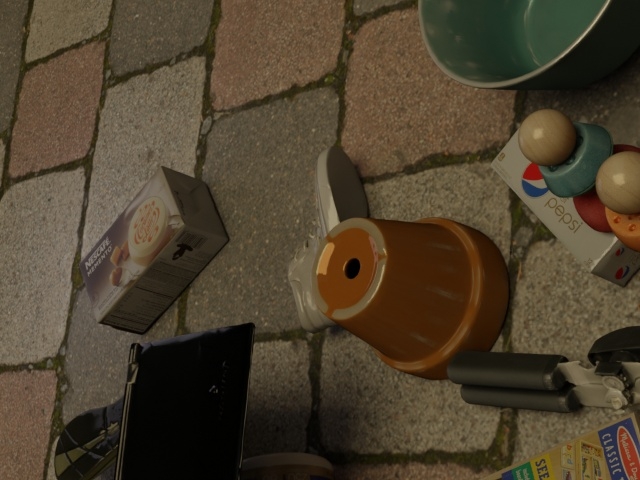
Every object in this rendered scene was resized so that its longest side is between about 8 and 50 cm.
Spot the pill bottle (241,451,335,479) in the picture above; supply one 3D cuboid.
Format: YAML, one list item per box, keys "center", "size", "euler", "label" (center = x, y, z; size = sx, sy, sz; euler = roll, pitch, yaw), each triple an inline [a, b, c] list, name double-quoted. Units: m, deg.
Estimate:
- center: [-0.046, 0.418, 1.522]
  size: [0.153, 0.153, 0.265]
  euler: [-28, 58, 37]
  label: "pill bottle"

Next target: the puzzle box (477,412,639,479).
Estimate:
- center: [0.286, 0.418, 1.245]
  size: [0.272, 0.052, 0.409]
  euler: [-33, 53, 34]
  label: "puzzle box"

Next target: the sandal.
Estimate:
- center: [-0.307, 0.308, 1.900]
  size: [0.303, 0.086, 0.120]
  euler: [-34, 46, 16]
  label: "sandal"

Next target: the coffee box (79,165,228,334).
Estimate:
- center: [-0.278, 0.019, 1.957]
  size: [0.246, 0.098, 0.141]
  euler: [-46, 47, 25]
  label: "coffee box"

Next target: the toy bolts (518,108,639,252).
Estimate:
- center: [0.316, -0.097, 1.201]
  size: [0.228, 0.158, 0.218]
  euler: [15, 79, 57]
  label: "toy bolts"

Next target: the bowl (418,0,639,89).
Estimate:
- center: [0.285, -0.305, 1.435]
  size: [0.311, 0.163, 0.311]
  euler: [-19, 62, 41]
  label: "bowl"

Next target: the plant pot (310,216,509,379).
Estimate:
- center: [0.097, 0.057, 1.479]
  size: [0.205, 0.188, 0.205]
  euler: [-19, 63, 41]
  label: "plant pot"

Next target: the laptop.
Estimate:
- center: [-0.149, 0.336, 1.584]
  size: [0.236, 0.408, 0.382]
  euler: [0, 73, 17]
  label: "laptop"

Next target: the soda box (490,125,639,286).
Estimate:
- center: [0.294, -0.044, 1.393]
  size: [0.069, 0.074, 0.216]
  euler: [-53, 44, 18]
  label: "soda box"

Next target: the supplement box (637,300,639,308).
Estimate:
- center: [0.426, -0.013, 1.241]
  size: [0.080, 0.078, 0.233]
  euler: [34, 102, 44]
  label: "supplement box"

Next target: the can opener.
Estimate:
- center: [0.274, 0.153, 1.359]
  size: [0.280, 0.074, 0.093]
  euler: [-7, 36, 43]
  label: "can opener"

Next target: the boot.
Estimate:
- center: [0.000, 0.000, 1.671]
  size: [0.123, 0.095, 0.258]
  euler: [-25, 59, 32]
  label: "boot"
